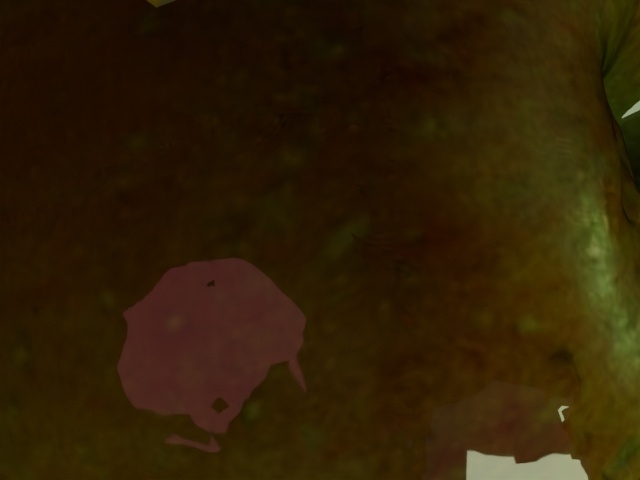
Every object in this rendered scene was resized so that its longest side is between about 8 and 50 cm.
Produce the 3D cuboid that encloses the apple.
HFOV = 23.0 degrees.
[{"bbox_3d":[0.000,0.000,0.585,0.374,0.384,0.374,7,156,3],"label":"apple"}]

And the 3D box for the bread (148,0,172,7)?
[{"bbox_3d":[-0.062,-0.223,0.168,0.398,0.215,0.398,-39,156,-21],"label":"bread"}]
